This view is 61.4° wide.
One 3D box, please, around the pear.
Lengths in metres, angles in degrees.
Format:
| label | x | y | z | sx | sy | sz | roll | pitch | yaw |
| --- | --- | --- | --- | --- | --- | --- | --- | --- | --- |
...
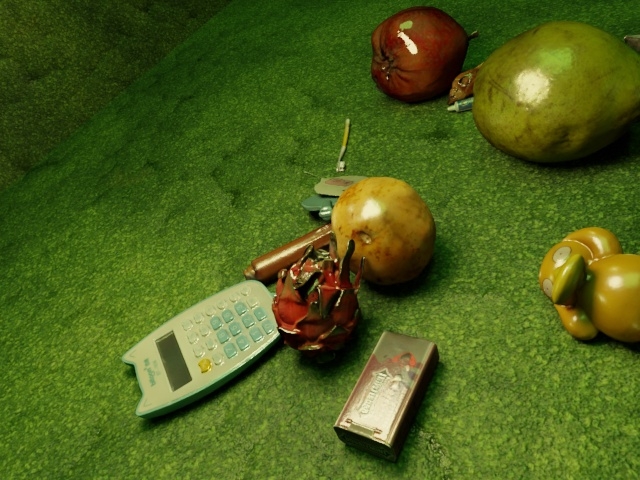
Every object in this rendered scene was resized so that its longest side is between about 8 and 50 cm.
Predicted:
| label | x | y | z | sx | sy | sz | roll | pitch | yaw |
| --- | --- | --- | --- | --- | --- | --- | --- | --- | --- |
| pear | 0.568 | -0.362 | 1.316 | 0.413 | 0.352 | 0.352 | 5 | 46 | 33 |

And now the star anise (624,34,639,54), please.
| label | x | y | z | sx | sy | sz | roll | pitch | yaw |
| --- | --- | --- | --- | --- | --- | --- | --- | --- | --- |
| star anise | 0.827 | -0.436 | 1.292 | 0.229 | 0.093 | 0.236 | 22 | 39 | -9 |

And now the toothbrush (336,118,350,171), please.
| label | x | y | z | sx | sy | sz | roll | pitch | yaw |
| --- | --- | --- | --- | --- | --- | --- | --- | --- | --- |
| toothbrush | 0.079 | -0.308 | 1.715 | 0.024 | 0.021 | 0.288 | 1 | 44 | 10 |

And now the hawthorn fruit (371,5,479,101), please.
| label | x | y | z | sx | sy | sz | roll | pitch | yaw |
| --- | --- | --- | --- | --- | --- | --- | --- | --- | --- |
| hawthorn fruit | 0.316 | -0.604 | 1.734 | 0.308 | 0.308 | 0.325 | 12 | 40 | 35 |

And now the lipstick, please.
| label | x | y | z | sx | sy | sz | roll | pitch | yaw |
| --- | --- | --- | --- | --- | --- | --- | --- | --- | --- |
| lipstick | 0.000 | 0.000 | 1.358 | 0.418 | 0.077 | 0.077 | -27 | 39 | -3 |

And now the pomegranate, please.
| label | x | y | z | sx | sy | sz | roll | pitch | yaw |
| --- | --- | --- | --- | --- | --- | --- | --- | --- | --- |
| pomegranate | 0.141 | -0.023 | 1.196 | 0.248 | 0.248 | 0.248 | -13 | 40 | 11 |

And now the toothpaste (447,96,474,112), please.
| label | x | y | z | sx | sy | sz | roll | pitch | yaw |
| --- | --- | --- | --- | --- | --- | --- | --- | --- | --- |
| toothpaste | 0.488 | -0.427 | 1.650 | 0.197 | 0.035 | 0.057 | -13 | 56 | 9 |

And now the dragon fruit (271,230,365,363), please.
| label | x | y | z | sx | sy | sz | roll | pitch | yaw |
| --- | --- | --- | --- | --- | --- | --- | --- | --- | --- |
| dragon fruit | -0.005 | 0.116 | 1.105 | 0.192 | 0.274 | 0.193 | 1 | 1 | -28 |

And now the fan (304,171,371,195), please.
| label | x | y | z | sx | sy | sz | roll | pitch | yaw |
| --- | --- | --- | --- | --- | --- | --- | --- | --- | --- |
| fan | 0.031 | -0.176 | 1.562 | 0.182 | 0.010 | 0.310 | -19 | 26 | -30 |

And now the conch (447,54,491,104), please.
| label | x | y | z | sx | sy | sz | roll | pitch | yaw |
| --- | --- | --- | --- | --- | --- | --- | --- | --- | --- |
| conch | 0.493 | -0.508 | 1.698 | 0.233 | 0.086 | 0.080 | -30 | 74 | -8 |

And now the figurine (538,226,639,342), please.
| label | x | y | z | sx | sy | sz | roll | pitch | yaw |
| --- | --- | --- | --- | --- | --- | --- | --- | --- | --- |
| figurine | 0.510 | 0.086 | 0.964 | 0.228 | 0.215 | 0.215 | 21 | 54 | 23 |

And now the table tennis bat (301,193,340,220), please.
| label | x | y | z | sx | sy | sz | roll | pitch | yaw |
| --- | --- | --- | --- | --- | --- | --- | --- | --- | --- |
| table tennis bat | 0.021 | -0.097 | 1.432 | 0.149 | 0.038 | 0.237 | -9 | 16 | 4 |

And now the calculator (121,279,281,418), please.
| label | x | y | z | sx | sy | sz | roll | pitch | yaw |
| --- | --- | --- | --- | --- | --- | --- | --- | --- | --- |
| calculator | -0.252 | 0.230 | 1.223 | 0.386 | 0.054 | 0.256 | -33 | 40 | -9 |

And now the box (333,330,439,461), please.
| label | x | y | z | sx | sy | sz | roll | pitch | yaw |
| --- | --- | --- | --- | --- | --- | --- | --- | --- | --- |
| box | 0.126 | 0.276 | 0.990 | 0.120 | 0.069 | 0.224 | 7 | 47 | 32 |
